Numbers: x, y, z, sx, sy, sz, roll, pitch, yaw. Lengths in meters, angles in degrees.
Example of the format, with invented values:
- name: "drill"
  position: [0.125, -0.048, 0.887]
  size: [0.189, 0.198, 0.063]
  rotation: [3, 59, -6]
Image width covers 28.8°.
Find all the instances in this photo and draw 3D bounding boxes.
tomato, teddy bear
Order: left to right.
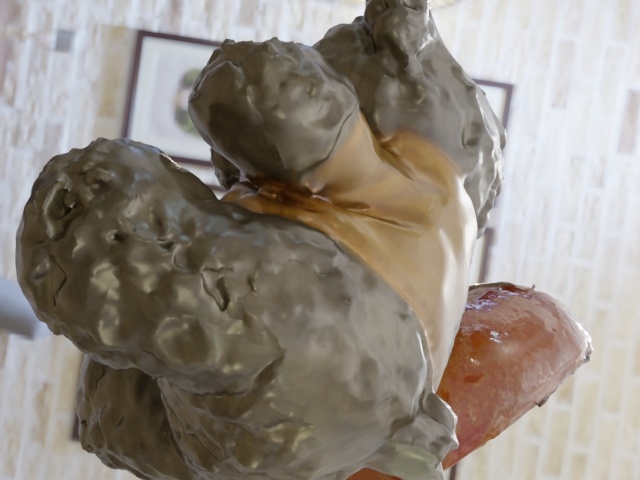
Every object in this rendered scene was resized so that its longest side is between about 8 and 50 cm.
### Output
- name: "teddy bear"
  position: [0.000, 0.000, 0.433]
  size: [0.177, 0.140, 0.190]
  rotation: [91, 22, -54]
- name: "tomato"
  position: [0.068, 0.101, 0.860]
  size: [0.095, 0.237, 0.237]
  rotation: [56, -7, 5]
